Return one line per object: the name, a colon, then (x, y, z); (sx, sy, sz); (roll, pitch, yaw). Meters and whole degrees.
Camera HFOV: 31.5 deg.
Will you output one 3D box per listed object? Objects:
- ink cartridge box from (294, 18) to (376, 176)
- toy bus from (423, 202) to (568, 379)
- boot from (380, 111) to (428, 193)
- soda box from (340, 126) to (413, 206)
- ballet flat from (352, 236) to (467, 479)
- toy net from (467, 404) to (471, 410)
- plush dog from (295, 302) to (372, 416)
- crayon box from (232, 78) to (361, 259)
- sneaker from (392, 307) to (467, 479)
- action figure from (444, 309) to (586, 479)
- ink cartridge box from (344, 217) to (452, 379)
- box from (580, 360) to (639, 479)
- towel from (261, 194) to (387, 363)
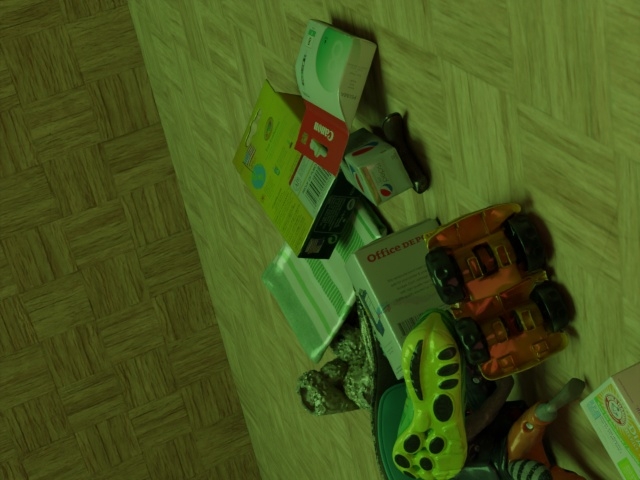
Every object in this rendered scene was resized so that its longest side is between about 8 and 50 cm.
ink cartridge box: (0.003, -0.239, 1.871); (0.181, 0.056, 0.224); (39, 113, 59)
toy bus: (0.230, 0.061, 1.580); (0.211, 0.149, 0.220); (-138, 25, -84)
boot: (0.137, -0.134, 1.786); (0.106, 0.037, 0.114); (71, 174, -64)
soda box: (0.080, -0.123, 1.847); (0.074, 0.069, 0.216); (63, 176, -18)
ballet flat: (0.155, 0.235, 1.936); (0.182, 0.164, 0.483); (69, -170, -70)
toy net: (0.280, 0.312, 1.899); (0.232, 0.045, 0.122); (33, 146, 66)
plush dog: (0.090, 0.215, 2.219); (0.262, 0.210, 0.225); (-13, 84, 46)
crayon box: (-0.043, -0.139, 2.138); (0.318, 0.081, 0.202); (54, 129, 41)
sneaker: (0.167, 0.227, 1.628); (0.123, 0.109, 0.295); (-64, -20, -55)
action figure: (0.254, 0.276, 1.657); (0.330, 0.178, 0.341); (-16, 109, 56)
ink cartridge box: (0.154, 0.092, 1.811); (0.212, 0.154, 0.093); (64, 165, 10)
box: (0.402, 0.236, 1.285); (0.203, 0.103, 0.114); (62, 163, 20)
towel: (0.003, 0.034, 2.168); (0.248, 0.038, 0.325); (57, 131, 37)
